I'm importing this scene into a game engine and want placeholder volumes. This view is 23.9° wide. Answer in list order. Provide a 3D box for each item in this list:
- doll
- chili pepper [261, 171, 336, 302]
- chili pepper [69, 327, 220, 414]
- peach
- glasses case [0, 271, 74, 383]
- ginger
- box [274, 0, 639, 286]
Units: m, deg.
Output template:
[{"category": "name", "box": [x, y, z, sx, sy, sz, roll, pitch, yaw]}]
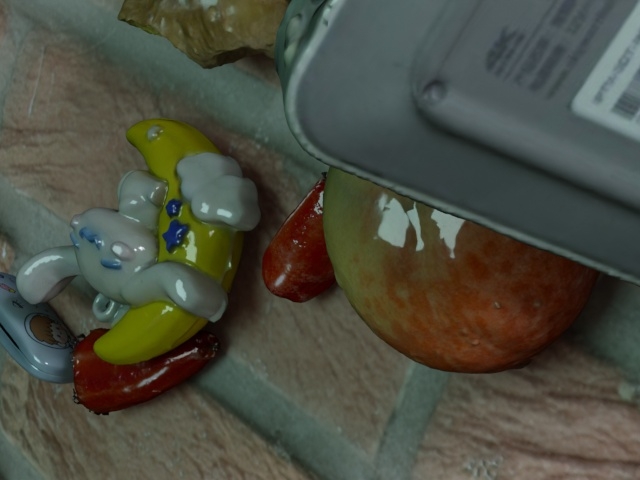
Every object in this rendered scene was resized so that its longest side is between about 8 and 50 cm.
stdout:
[{"category": "doll", "box": [-0.169, 0.003, 1.438, 0.252, 0.111, 0.237, 33, 99, 39]}, {"category": "chili pepper", "box": [0.000, 0.000, 1.319, 0.070, 0.073, 0.123, 41, 120, 2]}, {"category": "chili pepper", "box": [-0.161, 0.115, 1.467, 0.169, 0.065, 0.088, -14, 77, 35]}, {"category": "peach", "box": [0.114, 0.001, 1.146, 0.232, 0.232, 0.232, -6, 82, 42]}, {"category": "glasses case", "box": [-0.310, 0.090, 1.596, 0.178, 0.067, 0.045, 44, 115, 37]}, {"category": "ginger", "box": [-0.067, -0.286, 1.373, 0.219, 0.123, 0.270, 25, 100, 33]}, {"category": "box", "box": [0.214, -0.169, 0.908, 0.396, 0.396, 0.111, -60, 25, 24]}]
